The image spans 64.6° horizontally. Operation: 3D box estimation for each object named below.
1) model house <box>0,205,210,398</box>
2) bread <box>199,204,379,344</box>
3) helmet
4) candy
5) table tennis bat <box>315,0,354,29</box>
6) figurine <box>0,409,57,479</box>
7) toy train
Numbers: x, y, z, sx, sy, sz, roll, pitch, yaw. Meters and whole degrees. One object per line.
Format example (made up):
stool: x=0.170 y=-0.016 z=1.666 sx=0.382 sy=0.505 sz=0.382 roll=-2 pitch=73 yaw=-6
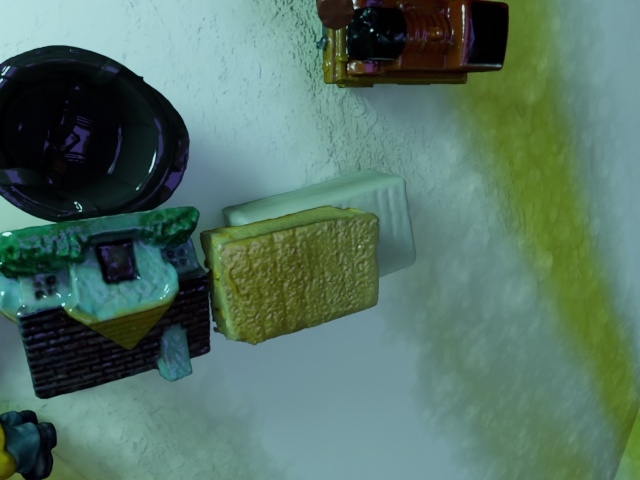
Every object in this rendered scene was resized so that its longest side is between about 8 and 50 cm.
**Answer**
model house: x=-0.303 y=0.103 z=0.727 sx=0.281 sy=0.230 sz=0.248 roll=-12 pitch=87 yaw=-29
bread: x=-0.040 y=0.048 z=0.817 sx=0.275 sy=0.114 sz=0.184 roll=-13 pitch=111 yaw=-24
helmet: x=-0.347 y=-0.145 z=0.724 sx=0.279 sy=0.160 sz=0.230 roll=6 pitch=98 yaw=-45
candy: x=0.001 y=0.003 z=0.972 sx=0.359 sy=0.145 sz=0.207 roll=-18 pitch=111 yaw=-24
table tennis bat: x=0.003 y=-0.487 z=0.752 sx=0.268 sy=0.051 sz=0.414 roll=43 pitch=37 yaw=-59
figurine: x=-0.541 y=0.285 z=0.682 sx=0.332 sy=0.185 sz=0.204 roll=-12 pitch=110 yaw=-57
toy train: x=0.177 y=-0.366 z=0.924 sx=0.369 sy=0.232 sz=0.163 roll=-9 pitch=107 yaw=-27
